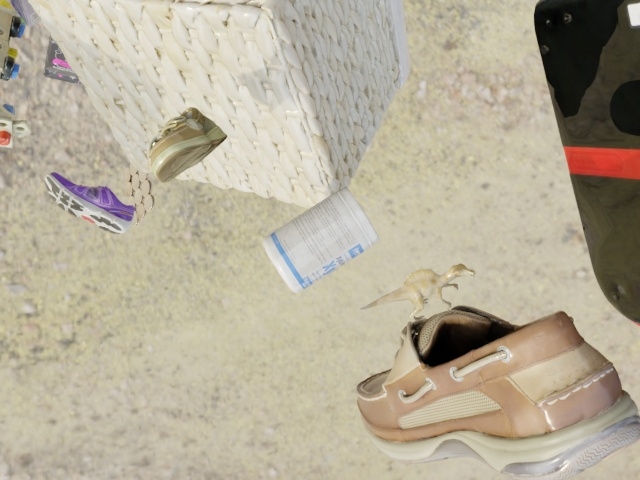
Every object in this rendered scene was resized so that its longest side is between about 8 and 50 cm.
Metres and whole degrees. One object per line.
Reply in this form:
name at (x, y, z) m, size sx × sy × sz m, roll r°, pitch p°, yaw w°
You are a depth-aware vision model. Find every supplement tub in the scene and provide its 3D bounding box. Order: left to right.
supplement tub at (0.000, 0.000, 0.899) m, size 0.107 × 0.071 × 0.071 m, roll -32°, pitch 136°, yaw 1°

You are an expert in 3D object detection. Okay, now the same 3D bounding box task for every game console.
game console at (0.333, -0.058, 0.694) m, size 0.060 × 0.386 × 0.342 m, roll -21°, pitch 104°, yaw -18°

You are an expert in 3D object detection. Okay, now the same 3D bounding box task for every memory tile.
memory tile at (-0.394, -0.111, 1.864) m, size 0.012 × 0.148 × 0.113 m, roll 4°, pitch 151°, yaw -37°

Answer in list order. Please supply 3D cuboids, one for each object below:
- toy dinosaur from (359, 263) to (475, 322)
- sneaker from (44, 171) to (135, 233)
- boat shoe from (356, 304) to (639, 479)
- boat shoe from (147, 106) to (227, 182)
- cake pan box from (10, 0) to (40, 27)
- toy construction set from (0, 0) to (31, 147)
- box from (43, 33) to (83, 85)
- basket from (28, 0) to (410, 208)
toy dinosaur at (0.148, 0.080, 1.318) m, size 0.183 × 0.053 × 0.093 m, roll -20°, pitch 133°, yaw 1°
sneaker at (-0.413, -0.075, 1.540) m, size 0.169 × 0.071 × 0.068 m, roll 30°, pitch 149°, yaw -12°
boat shoe at (0.118, 0.107, 0.691) m, size 0.123 × 0.117 × 0.324 m, roll -23°, pitch -179°, yaw -27°
boat shoe at (-0.123, -0.090, 0.754) m, size 0.056 × 0.153 × 0.048 m, roll -38°, pitch 96°, yaw 16°
cake pan box at (-0.451, -0.508, 1.542) m, size 0.245 × 0.070 × 0.267 m, roll -36°, pitch -177°, yaw -12°
toy construction set at (-0.669, -0.359, 1.745) m, size 0.151 × 0.328 × 0.215 m, roll 0°, pitch 158°, yaw -38°
box at (-0.352, -0.364, 1.538) m, size 0.247 × 0.163 × 0.142 m, roll 11°, pitch 161°, yaw -22°
basket at (-0.099, -0.245, 1.004) m, size 0.328 × 0.266 × 0.331 m, roll 13°, pitch 150°, yaw 23°
